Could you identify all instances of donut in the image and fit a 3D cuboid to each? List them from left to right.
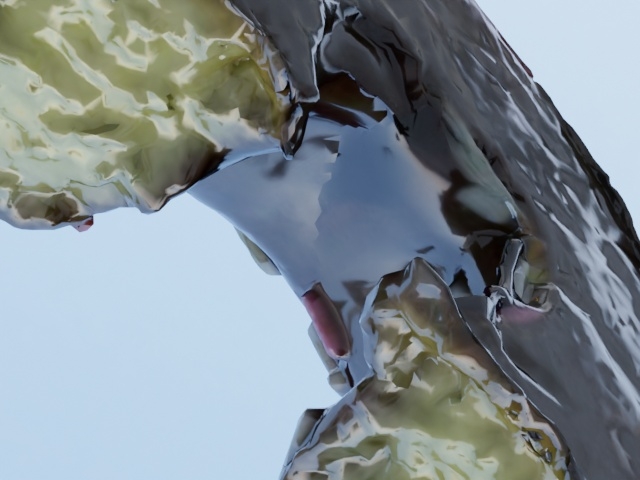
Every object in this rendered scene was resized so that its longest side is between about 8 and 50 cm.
[{"bbox_3d":[0.009,-0.002,0.550,0.345,0.136,0.259,53,-157,-3],"label":"donut"}]
